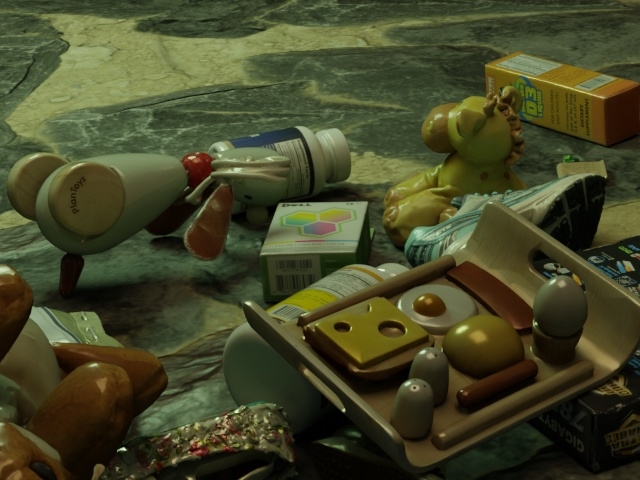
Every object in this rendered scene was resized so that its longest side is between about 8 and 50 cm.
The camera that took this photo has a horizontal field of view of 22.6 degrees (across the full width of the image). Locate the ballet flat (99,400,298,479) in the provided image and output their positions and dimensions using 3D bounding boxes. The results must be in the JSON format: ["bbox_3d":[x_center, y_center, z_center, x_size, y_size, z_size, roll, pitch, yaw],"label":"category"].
[{"bbox_3d":[-0.124,0.205,1.390,0.241,0.091,0.077,-18,53,-22],"label":"ballet flat"}]

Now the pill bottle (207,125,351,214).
[{"bbox_3d":[-0.051,-0.094,2.039,0.169,0.094,0.094,-13,25,-21],"label":"pill bottle"}]

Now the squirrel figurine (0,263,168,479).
[{"bbox_3d":[-0.310,0.204,1.159,0.397,0.281,0.370,-37,29,6],"label":"squirrel figurine"}]

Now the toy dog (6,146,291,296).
[{"bbox_3d":[-0.194,-0.022,1.860,0.334,0.161,0.220,-1,9,-8],"label":"toy dog"}]

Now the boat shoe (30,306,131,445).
[{"bbox_3d":[-0.229,0.123,1.555,0.094,0.109,0.302,-10,22,-20],"label":"boat shoe"}]

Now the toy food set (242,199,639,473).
[{"bbox_3d":[0.113,0.068,1.426,0.306,0.092,0.220,-20,42,-33],"label":"toy food set"}]

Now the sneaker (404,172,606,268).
[{"bbox_3d":[0.211,-0.025,1.807,0.283,0.110,0.122,-23,39,-39],"label":"sneaker"}]

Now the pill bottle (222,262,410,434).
[{"bbox_3d":[0.014,0.097,1.564,0.117,0.117,0.215,16,30,37],"label":"pill bottle"}]

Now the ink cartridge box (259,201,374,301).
[{"bbox_3d":[0.000,0.000,1.857,0.109,0.062,0.209,-1,23,8],"label":"ink cartridge box"}]

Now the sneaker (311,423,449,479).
[{"bbox_3d":[0.082,0.197,1.389,0.086,0.064,0.192,-27,29,-33],"label":"sneaker"}]

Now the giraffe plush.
[{"bbox_3d":[0.177,-0.093,1.911,0.210,0.170,0.181,0,23,7],"label":"giraffe plush"}]

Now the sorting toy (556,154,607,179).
[{"bbox_3d":[0.338,-0.092,2.084,0.062,0.012,0.083,-6,27,7],"label":"sorting toy"}]

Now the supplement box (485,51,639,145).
[{"bbox_3d":[0.338,-0.201,2.255,0.080,0.078,0.233,-23,30,-32],"label":"supplement box"}]

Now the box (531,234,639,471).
[{"bbox_3d":[0.305,0.096,1.584,0.293,0.073,0.295,-15,27,-23],"label":"box"}]
